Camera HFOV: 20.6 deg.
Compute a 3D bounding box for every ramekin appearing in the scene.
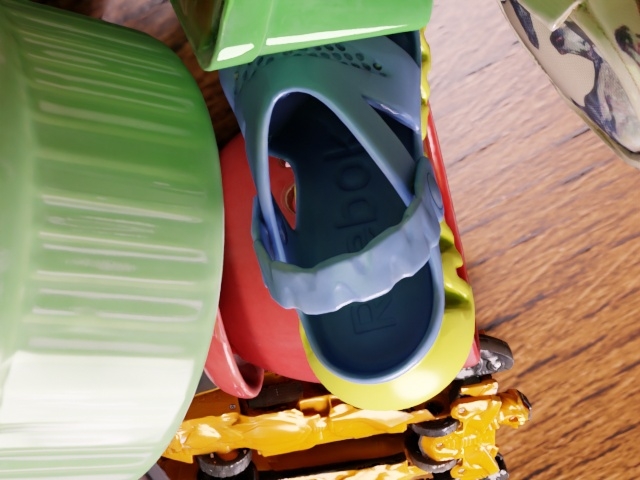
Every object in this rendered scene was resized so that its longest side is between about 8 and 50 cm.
[{"bbox_3d":[-0.177,0.007,0.989,0.148,0.303,0.303,6,132,-31],"label":"ramekin"}]

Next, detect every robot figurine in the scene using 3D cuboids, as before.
[{"bbox_3d":[0.011,0.136,1.310,0.291,0.085,0.211,-9,136,-6],"label":"robot figurine"}]

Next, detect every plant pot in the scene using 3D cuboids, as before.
[{"bbox_3d":[0.000,0.000,1.106,0.174,0.191,0.191,-10,136,7],"label":"plant pot"}]

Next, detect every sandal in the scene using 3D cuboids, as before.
[{"bbox_3d":[0.003,-0.069,0.952,0.126,0.317,0.138,-21,165,10],"label":"sandal"}]

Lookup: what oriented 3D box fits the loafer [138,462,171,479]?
[{"bbox_3d":[-0.168,0.160,1.205,0.095,0.109,0.303,-37,109,-18],"label":"loafer"}]

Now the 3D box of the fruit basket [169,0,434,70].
[{"bbox_3d":[-0.118,-0.205,0.779,0.353,0.327,0.165,11,116,-21],"label":"fruit basket"}]

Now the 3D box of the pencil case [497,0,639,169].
[{"bbox_3d":[0.289,-0.190,0.959,0.410,0.160,0.183,-29,146,-3],"label":"pencil case"}]
